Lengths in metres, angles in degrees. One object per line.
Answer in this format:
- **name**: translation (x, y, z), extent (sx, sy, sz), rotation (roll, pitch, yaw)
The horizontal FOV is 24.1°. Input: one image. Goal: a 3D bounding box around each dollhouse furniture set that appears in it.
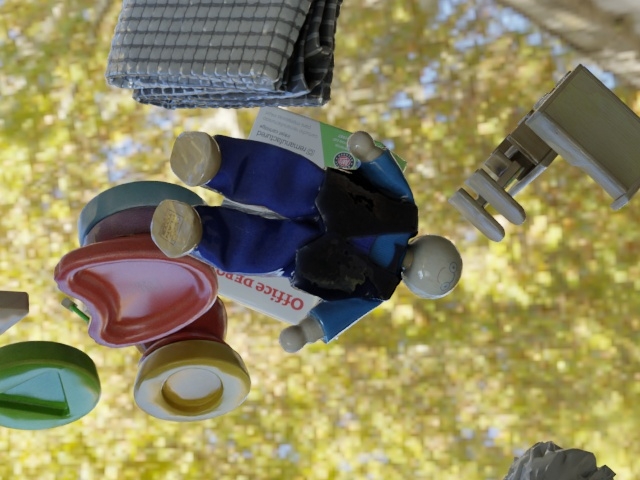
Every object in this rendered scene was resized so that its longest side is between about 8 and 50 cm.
- **dollhouse furniture set**: translation (0.327, -0.103, 1.993), extent (0.161, 0.242, 0.212), rotation (43, -113, 1)

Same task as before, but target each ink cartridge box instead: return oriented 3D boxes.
- **ink cartridge box**: translation (-0.029, -0.025, 2.071), extent (0.273, 0.198, 0.115), rotation (-68, -23, -3)

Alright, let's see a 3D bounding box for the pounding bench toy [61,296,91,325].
- **pounding bench toy**: translation (-0.261, 0.081, 1.774), extent (0.052, 0.083, 0.065), rotation (32, -151, -59)

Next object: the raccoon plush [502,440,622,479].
- **raccoon plush**: translation (0.087, 0.386, 1.032), extent (0.216, 0.299, 0.446), rotation (34, -119, -12)

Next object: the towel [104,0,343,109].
- **towel**: translation (-0.091, -0.263, 1.665), extent (0.121, 0.283, 0.235), rotation (31, -110, -48)

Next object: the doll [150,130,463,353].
- **doll**: translation (0.000, 0.000, 0.819), extent (0.189, 0.046, 0.129), rotation (14, -88, -35)

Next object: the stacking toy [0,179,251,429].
- **stacking toy**: translation (-0.222, 0.060, 1.487), extent (0.309, 0.279, 0.130), rotation (84, 177, -53)
